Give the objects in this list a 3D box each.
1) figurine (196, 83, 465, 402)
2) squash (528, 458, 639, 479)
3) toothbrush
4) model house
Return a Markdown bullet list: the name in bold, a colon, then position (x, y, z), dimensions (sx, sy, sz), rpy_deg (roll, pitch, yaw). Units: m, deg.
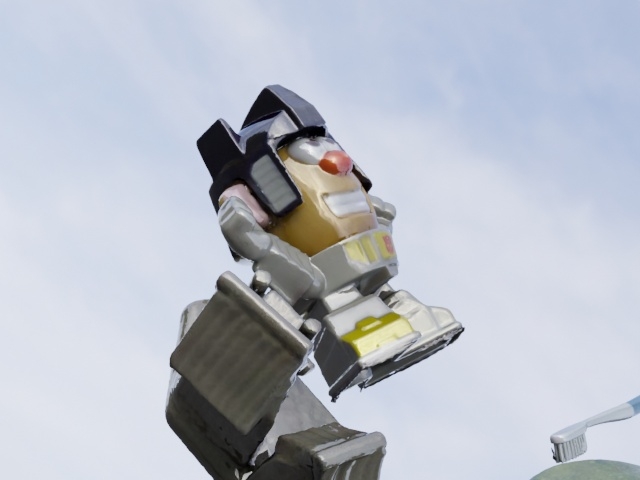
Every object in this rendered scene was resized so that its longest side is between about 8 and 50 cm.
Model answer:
- **figurine**: position (-0.003, 0.001, 1.375), dimensions (0.308, 0.143, 0.308), rpy_deg (53, 6, -8)
- **squash**: position (0.313, 0.261, 1.394), dimensions (0.169, 0.093, 0.252), rpy_deg (23, -4, -21)
- **toothbrush**: position (0.269, 0.141, 1.267), dimensions (0.019, 0.275, 0.025), rpy_deg (-9, -87, 40)
- **model house**: position (-0.035, 0.118, 1.137), dimensions (0.229, 0.122, 0.188), rpy_deg (50, -26, 12)
